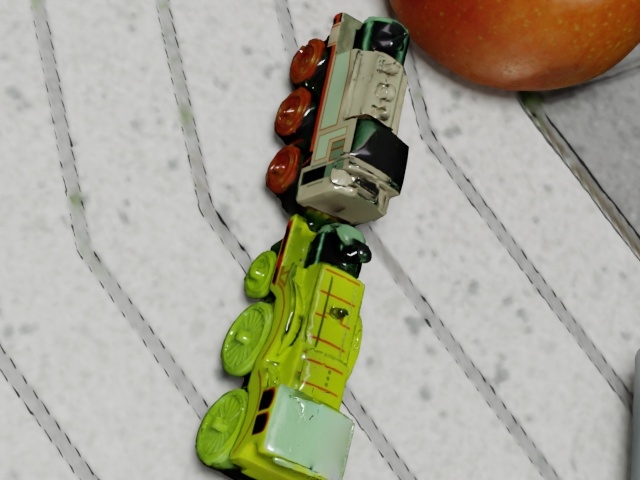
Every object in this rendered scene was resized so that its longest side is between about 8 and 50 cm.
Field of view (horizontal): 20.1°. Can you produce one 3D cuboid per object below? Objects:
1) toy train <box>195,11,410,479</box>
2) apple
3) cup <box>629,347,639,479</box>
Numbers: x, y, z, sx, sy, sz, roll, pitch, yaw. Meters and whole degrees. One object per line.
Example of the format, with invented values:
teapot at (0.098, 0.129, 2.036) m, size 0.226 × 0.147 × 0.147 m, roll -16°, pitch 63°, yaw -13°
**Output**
toy train at (0.000, 0.000, 0.857) m, size 0.053 × 0.085 × 0.250 m, roll 28°, pitch 60°, yaw -28°
apple at (0.109, -0.162, 0.932) m, size 0.163 × 0.139 × 0.163 m, roll 9°, pitch 66°, yaw -21°
cup at (0.217, 0.122, 0.884) m, size 0.136 × 0.099 × 0.133 m, roll 15°, pitch 64°, yaw -15°
